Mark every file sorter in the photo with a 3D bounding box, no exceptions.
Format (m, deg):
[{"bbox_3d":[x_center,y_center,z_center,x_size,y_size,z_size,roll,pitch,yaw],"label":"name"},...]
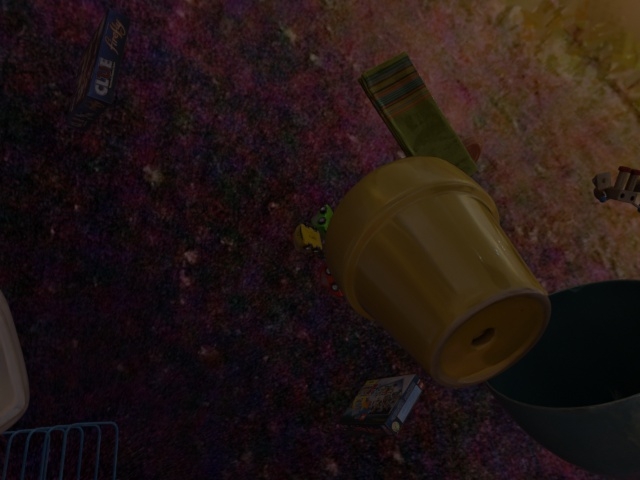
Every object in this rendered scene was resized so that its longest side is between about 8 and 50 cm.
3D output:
[{"bbox_3d":[-0.438,0.361,0.724,0.118,0.170,0.105,43,38,-62],"label":"file sorter"}]

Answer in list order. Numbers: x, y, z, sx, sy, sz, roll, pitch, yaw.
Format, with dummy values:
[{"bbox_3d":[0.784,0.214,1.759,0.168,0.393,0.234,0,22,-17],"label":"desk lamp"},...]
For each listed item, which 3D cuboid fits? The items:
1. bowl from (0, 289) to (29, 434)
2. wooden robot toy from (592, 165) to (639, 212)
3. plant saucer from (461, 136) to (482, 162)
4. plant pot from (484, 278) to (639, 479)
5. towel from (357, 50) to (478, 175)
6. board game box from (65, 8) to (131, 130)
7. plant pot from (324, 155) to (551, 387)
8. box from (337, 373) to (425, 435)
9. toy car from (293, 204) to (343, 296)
[{"bbox_3d":[-0.276,0.104,0.311,0.142,0.053,0.142,-36,126,-66],"label":"bowl"},{"bbox_3d":[0.574,-0.101,0.854,0.173,0.079,0.076,12,97,-15],"label":"wooden robot toy"},{"bbox_3d":[0.326,-0.188,0.975,0.083,0.084,0.013,-3,34,-34],"label":"plant saucer"},{"bbox_3d":[0.406,0.214,0.628,0.290,0.290,0.196,-38,102,-43],"label":"plant pot"},{"bbox_3d":[0.165,-0.192,0.727,0.102,0.021,0.237,-34,93,-15],"label":"towel"},{"bbox_3d":[-0.442,-0.322,0.865,0.042,0.243,0.165,14,81,-37],"label":"board game box"},{"bbox_3d":[0.159,0.050,0.596,0.253,0.254,0.239,9,31,-28],"label":"plant pot"},{"bbox_3d":[0.159,0.442,1.184,0.044,0.233,0.159,48,56,-4],"label":"box"},{"bbox_3d":[0.000,0.000,1.114,0.239,0.053,0.225,57,27,-36],"label":"toy car"}]
